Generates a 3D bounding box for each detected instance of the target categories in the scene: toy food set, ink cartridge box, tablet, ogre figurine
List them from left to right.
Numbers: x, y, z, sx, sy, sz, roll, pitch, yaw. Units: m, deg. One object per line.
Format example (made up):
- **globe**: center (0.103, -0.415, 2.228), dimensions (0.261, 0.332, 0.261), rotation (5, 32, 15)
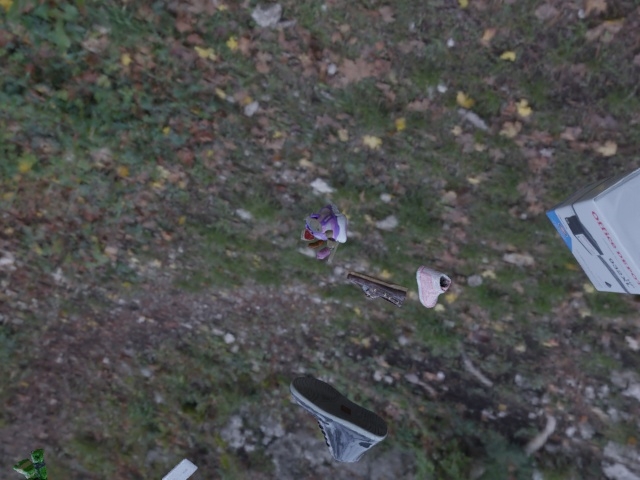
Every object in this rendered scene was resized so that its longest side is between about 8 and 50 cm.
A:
- **ogre figurine**: center (-0.705, 0.618, 1.717), dimensions (0.097, 0.118, 0.197), rotation (-19, -154, -15)
- **tablet**: center (-0.257, 0.428, 1.291), dimensions (0.006, 0.054, 0.083), rotation (42, 164, 24)
- **toy food set**: center (0.000, 0.000, 1.575), dimensions (0.019, 0.077, 0.122), rotation (3, 156, 46)
- **ink cartridge box**: center (0.622, -0.012, 1.462), dimensions (0.223, 0.129, 0.307), rotation (58, 180, 3)

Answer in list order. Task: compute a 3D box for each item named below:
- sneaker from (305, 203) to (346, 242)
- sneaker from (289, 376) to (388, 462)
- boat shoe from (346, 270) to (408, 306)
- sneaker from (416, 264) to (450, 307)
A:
- **sneaker**: center (0.005, -0.050, 2.014), dimensions (0.105, 0.095, 0.236), rotation (-4, -170, -9)
- **sneaker**: center (0.015, 0.375, 1.438), dimensions (0.222, 0.118, 0.083), rotation (32, -151, -3)
- **boat shoe**: center (0.172, 0.151, 2.169), dimensions (0.207, 0.073, 0.073), rotation (19, -178, -15)
- **sneaker**: center (0.271, 0.117, 1.649), dimensions (0.070, 0.051, 0.134), rotation (15, 142, 33)
